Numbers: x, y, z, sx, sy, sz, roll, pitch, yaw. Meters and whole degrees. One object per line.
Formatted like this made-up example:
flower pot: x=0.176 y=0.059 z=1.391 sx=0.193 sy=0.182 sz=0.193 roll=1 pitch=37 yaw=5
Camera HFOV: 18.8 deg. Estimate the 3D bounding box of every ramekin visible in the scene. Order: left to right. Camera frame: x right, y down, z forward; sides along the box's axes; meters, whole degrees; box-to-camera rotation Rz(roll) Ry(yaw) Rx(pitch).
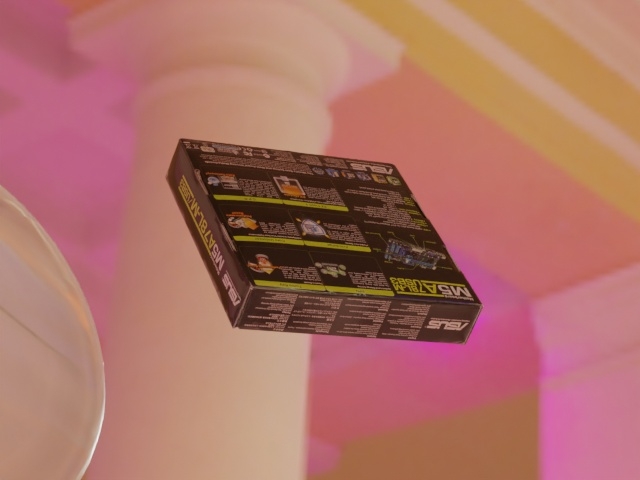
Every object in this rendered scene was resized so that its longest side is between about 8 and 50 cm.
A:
ramekin: x=-0.272 y=0.077 z=1.154 sx=0.273 sy=0.273 sz=0.127 roll=25 pitch=-42 yaw=-33

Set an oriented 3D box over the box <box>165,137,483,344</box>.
box: x=0.000 y=0.000 z=1.414 sx=0.190 sy=0.184 sz=0.045 roll=5 pitch=-53 yaw=-28
